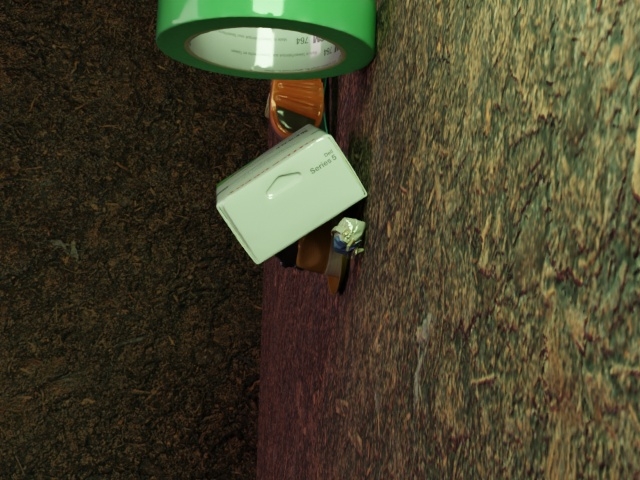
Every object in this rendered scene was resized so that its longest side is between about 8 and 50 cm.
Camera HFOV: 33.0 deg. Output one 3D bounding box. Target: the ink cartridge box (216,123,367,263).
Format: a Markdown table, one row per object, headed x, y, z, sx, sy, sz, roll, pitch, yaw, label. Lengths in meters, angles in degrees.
| x | y | z | sx | sy | sz | roll | pitch | yaw | label |
| --- | --- | --- | --- | --- | --- | --- | --- | --- | --- |
| -0.054 | -0.079 | 1.690 | 0.115 | 0.198 | 0.273 | 57 | -179 | -11 | ink cartridge box |

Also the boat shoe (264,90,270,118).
| x | y | z | sx | sy | sz | roll | pitch | yaw | label |
| --- | --- | --- | --- | --- | --- | --- | --- | --- | --- |
| -0.072 | -0.442 | 2.524 | 0.122 | 0.110 | 0.341 | -103 | 18 | -69 | boat shoe |

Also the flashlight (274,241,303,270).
| x | y | z | sx | sy | sz | roll | pitch | yaw | label |
| --- | --- | --- | --- | --- | --- | --- | --- | --- | --- |
| -0.074 | -0.060 | 2.395 | 0.304 | 0.103 | 0.103 | -95 | 13 | -58 | flashlight |

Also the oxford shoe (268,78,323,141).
| x | y | z | sx | sy | sz | roll | pitch | yaw | label |
| --- | --- | --- | --- | --- | --- | --- | --- | --- | --- |
| -0.045 | -0.358 | 2.067 | 0.133 | 0.130 | 0.364 | 139 | 142 | -77 | oxford shoe |

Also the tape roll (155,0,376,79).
| x | y | z | sx | sy | sz | roll | pitch | yaw | label |
| --- | --- | --- | --- | --- | --- | --- | --- | --- | --- |
| -0.078 | -0.312 | 1.582 | 0.321 | 0.321 | 0.077 | 135 | 138 | -80 | tape roll |

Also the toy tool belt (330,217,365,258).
| x | y | z | sx | sy | sz | roll | pitch | yaw | label |
| --- | --- | --- | --- | --- | --- | --- | --- | --- | --- |
| 0.038 | 0.003 | 1.582 | 0.083 | 0.052 | 0.051 | 108 | 173 | -68 | toy tool belt |

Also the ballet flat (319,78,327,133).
| x | y | z | sx | sy | sz | roll | pitch | yaw | label |
| --- | --- | --- | --- | --- | --- | --- | --- | --- | --- |
| -0.020 | -0.261 | 2.158 | 0.074 | 0.074 | 0.203 | 103 | 169 | -55 | ballet flat |

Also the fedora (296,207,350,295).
| x | y | z | sx | sy | sz | roll | pitch | yaw | label |
| --- | --- | --- | --- | --- | --- | --- | --- | --- | --- |
| 0.000 | 0.000 | 1.793 | 0.194 | 0.079 | 0.194 | -176 | 90 | -83 | fedora |
